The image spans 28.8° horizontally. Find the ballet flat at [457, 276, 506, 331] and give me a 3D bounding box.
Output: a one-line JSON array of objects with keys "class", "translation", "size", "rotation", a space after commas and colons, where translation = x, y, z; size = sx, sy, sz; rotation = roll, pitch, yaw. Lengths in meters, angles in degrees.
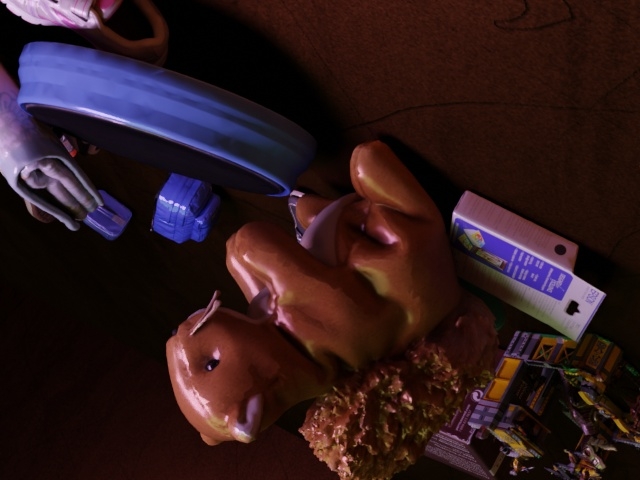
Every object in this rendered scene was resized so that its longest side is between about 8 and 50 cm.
[{"class": "ballet flat", "translation": [0.171, 0.057, 1.736], "size": [0.203, 0.074, 0.074], "rotation": [40, 162, -6]}]

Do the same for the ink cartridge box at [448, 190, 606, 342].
[{"class": "ink cartridge box", "translation": [0.257, 0.036, 1.569], "size": [0.208, 0.045, 0.206], "rotation": [30, 163, 11]}]

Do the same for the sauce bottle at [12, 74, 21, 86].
[{"class": "sauce bottle", "translation": [-0.627, -0.256, 2.145], "size": [0.344, 0.111, 0.111], "rotation": [19, 159, 38]}]

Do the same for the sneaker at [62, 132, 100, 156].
[{"class": "sneaker", "translation": [-0.334, -0.181, 1.884], "size": [0.235, 0.094, 0.153], "rotation": [20, 161, 32]}]

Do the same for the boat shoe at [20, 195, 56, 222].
[{"class": "boat shoe", "translation": [-0.568, -0.130, 2.453], "size": [0.095, 0.095, 0.257], "rotation": [40, 160, 20]}]

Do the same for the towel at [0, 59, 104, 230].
[{"class": "towel", "translation": [-0.460, -0.182, 1.806], "size": [0.320, 0.090, 0.374], "rotation": [51, 174, 10]}]

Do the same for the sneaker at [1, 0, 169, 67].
[{"class": "sneaker", "translation": [-0.279, -0.293, 1.489], "size": [0.252, 0.103, 0.111], "rotation": [28, 163, -19]}]

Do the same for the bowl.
[{"class": "bowl", "translation": [-0.200, -0.146, 1.588], "size": [0.391, 0.077, 0.391], "rotation": [18, 175, 1]}]

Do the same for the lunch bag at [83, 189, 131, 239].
[{"class": "lunch bag", "translation": [-0.419, -0.053, 2.424], "size": [0.098, 0.067, 0.065], "rotation": [35, 162, -6]}]

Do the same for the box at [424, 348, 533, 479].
[{"class": "box", "translation": [0.240, 0.272, 2.044], "size": [0.167, 0.168, 0.203], "rotation": [18, 159, 35]}]

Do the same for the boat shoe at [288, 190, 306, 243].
[{"class": "boat shoe", "translation": [0.000, 0.000, 1.870], "size": [0.075, 0.065, 0.206], "rotation": [20, 159, 34]}]

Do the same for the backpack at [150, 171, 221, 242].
[{"class": "backpack", "translation": [-0.213, -0.063, 2.012], "size": [0.101, 0.098, 0.120], "rotation": [20, 149, 5]}]

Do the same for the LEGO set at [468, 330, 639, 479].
[{"class": "LEGO set", "translation": [0.378, 0.282, 1.801], "size": [0.255, 0.192, 0.331], "rotation": [9, 153, 50]}]

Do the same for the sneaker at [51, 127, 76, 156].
[{"class": "sneaker", "translation": [-0.492, -0.201, 2.189], "size": [0.157, 0.061, 0.065], "rotation": [25, 135, 16]}]

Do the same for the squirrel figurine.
[{"class": "squirrel figurine", "translation": [0.013, 0.144, 1.567], "size": [0.397, 0.370, 0.281], "rotation": [49, 156, -10]}]
